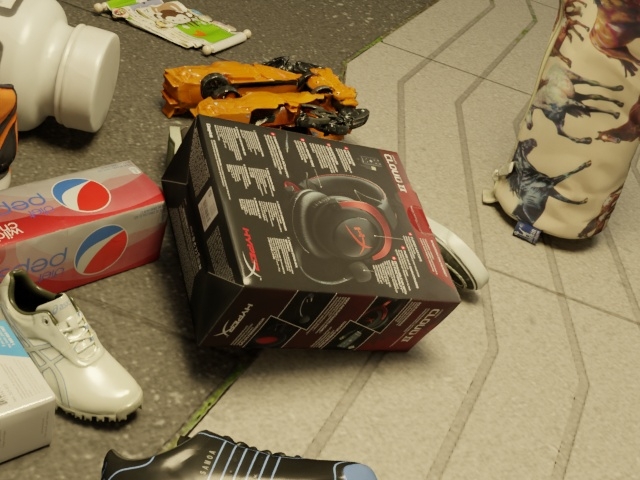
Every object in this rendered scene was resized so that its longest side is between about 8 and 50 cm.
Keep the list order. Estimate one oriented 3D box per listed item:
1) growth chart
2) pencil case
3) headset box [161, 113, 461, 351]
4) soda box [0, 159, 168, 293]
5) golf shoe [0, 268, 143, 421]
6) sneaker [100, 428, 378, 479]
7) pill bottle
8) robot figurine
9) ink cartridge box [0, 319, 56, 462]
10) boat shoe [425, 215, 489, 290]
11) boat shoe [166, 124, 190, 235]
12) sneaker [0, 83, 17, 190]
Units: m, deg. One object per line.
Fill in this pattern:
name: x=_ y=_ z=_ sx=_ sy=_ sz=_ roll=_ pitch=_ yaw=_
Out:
growth chart: x=-0.253 y=-0.386 z=1.486 sx=0.237 sy=0.021 sz=0.172 roll=23 pitch=33 yaw=6
pencil case: x=0.358 y=-0.196 z=1.152 sx=0.183 sy=0.410 sz=0.160 roll=8 pitch=33 yaw=-3
headset box: x=0.000 y=0.000 z=0.903 sx=0.293 sy=0.110 sz=0.218 roll=6 pitch=50 yaw=-34
soda box: x=-0.284 y=-0.002 z=0.861 sx=0.083 sy=0.092 sz=0.263 roll=40 pitch=40 yaw=26
golf shoe: x=-0.231 y=0.093 z=0.759 sx=0.176 sy=0.086 sz=0.069 roll=30 pitch=34 yaw=14
sneaker: x=-0.064 y=0.196 z=0.692 sx=0.232 sy=0.081 sz=0.090 roll=-1 pitch=46 yaw=-24
pill bottle: x=-0.425 y=-0.238 z=1.058 sx=0.318 sy=0.176 sz=0.176 roll=15 pitch=34 yaw=-5
robot figurine: x=-0.075 y=-0.201 z=1.248 sx=0.291 sy=0.085 sz=0.211 roll=-7 pitch=41 yaw=-31
ink cartridge box: x=-0.319 y=0.140 z=0.672 sx=0.181 sy=0.061 sz=0.104 roll=-15 pitch=46 yaw=-40
boat shoe: x=0.109 y=0.004 z=1.063 sx=0.219 sy=0.078 sz=0.070 roll=37 pitch=73 yaw=21
boat shoe: x=-0.151 y=-0.074 z=1.035 sx=0.069 sy=0.081 sz=0.227 roll=3 pitch=34 yaw=-14
sneaker: x=-0.438 y=-0.103 z=0.840 sx=0.124 sy=0.180 sz=0.321 roll=31 pitch=32 yaw=14
